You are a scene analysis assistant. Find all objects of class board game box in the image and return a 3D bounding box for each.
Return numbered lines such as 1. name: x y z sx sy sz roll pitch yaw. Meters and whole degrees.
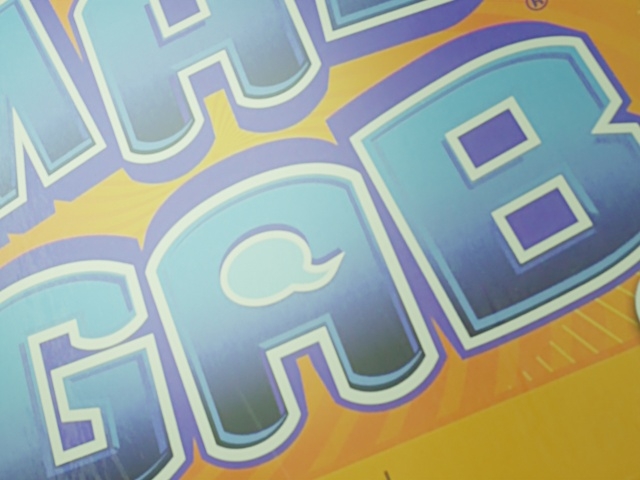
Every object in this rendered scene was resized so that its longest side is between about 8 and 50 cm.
1. board game box: 0.000 0.000 0.527 0.356 0.356 0.356 68 -171 15
